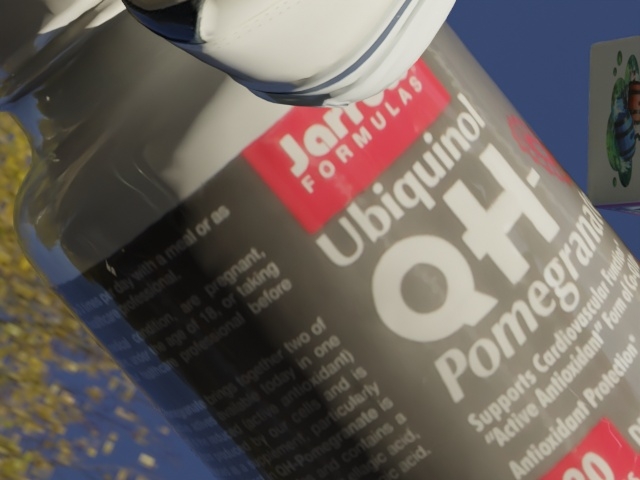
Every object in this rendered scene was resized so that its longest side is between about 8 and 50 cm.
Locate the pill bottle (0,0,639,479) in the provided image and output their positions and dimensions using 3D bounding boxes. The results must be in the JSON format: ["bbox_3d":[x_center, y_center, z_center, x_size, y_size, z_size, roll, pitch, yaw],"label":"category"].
[{"bbox_3d":[0.000,0.000,0.736,0.176,0.176,0.318,-39,-80,8],"label":"pill bottle"}]

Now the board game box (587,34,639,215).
[{"bbox_3d":[0.321,-0.057,1.021,0.303,0.224,0.097,-7,-101,53],"label":"board game box"}]

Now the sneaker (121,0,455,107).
[{"bbox_3d":[0.030,-0.154,0.502,0.094,0.091,0.258,28,-80,31],"label":"sneaker"}]
